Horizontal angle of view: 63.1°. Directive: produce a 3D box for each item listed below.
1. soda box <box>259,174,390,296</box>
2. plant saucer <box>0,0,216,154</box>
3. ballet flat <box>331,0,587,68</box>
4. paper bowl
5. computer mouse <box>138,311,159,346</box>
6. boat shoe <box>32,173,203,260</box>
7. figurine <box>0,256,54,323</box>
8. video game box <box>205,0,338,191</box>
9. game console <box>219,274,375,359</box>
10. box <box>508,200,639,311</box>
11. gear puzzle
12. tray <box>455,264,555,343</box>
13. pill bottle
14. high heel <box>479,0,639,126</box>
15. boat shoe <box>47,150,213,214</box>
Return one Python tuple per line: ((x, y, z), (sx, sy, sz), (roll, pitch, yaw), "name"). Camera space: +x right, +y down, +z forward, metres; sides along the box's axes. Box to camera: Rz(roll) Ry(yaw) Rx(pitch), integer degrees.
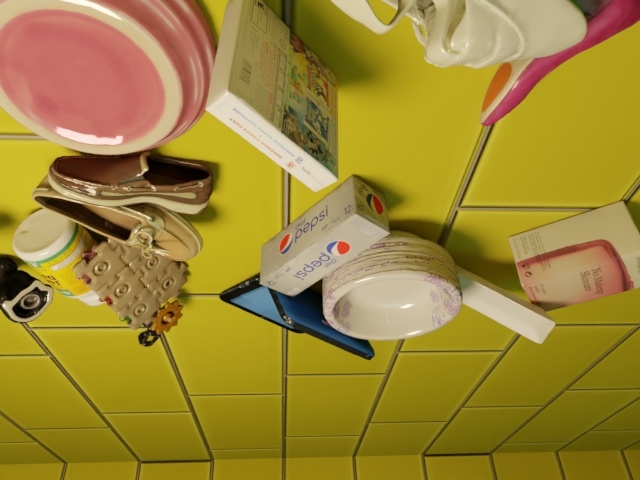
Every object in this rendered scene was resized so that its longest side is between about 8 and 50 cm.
((0.000, 0.000, 1.014), (0.091, 0.098, 0.286), (27, 134, -32), "soda box")
((-0.308, -0.232, 0.697), (0.332, 0.084, 0.332), (-2, 144, -2), "plant saucer")
((0.116, -0.274, 0.585), (0.400, 0.139, 0.139), (22, 137, -18), "ballet flat")
((0.144, 0.088, 1.099), (0.284, 0.148, 0.284), (-2, 144, -2), "paper bowl")
((-0.449, 0.224, 1.336), (0.071, 0.041, 0.242), (5, 143, -12), "computer mouse")
((-0.346, -0.031, 0.907), (0.285, 0.089, 0.104), (27, 132, -12), "boat shoe")
((-0.654, 0.048, 1.003), (0.209, 0.092, 0.215), (23, 159, 38), "figurine")
((-0.050, -0.192, 0.667), (0.048, 0.205, 0.187), (-27, 137, 34), "video game box")
((-0.058, 0.201, 1.225), (0.293, 0.250, 0.173), (31, 107, -37), "game console")
((0.532, 0.042, 1.079), (0.232, 0.126, 0.148), (-20, 139, 23), "box")
((-0.370, 0.088, 1.093), (0.044, 0.175, 0.339), (30, 155, 31), "gear puzzle")
((0.377, 0.129, 1.151), (0.270, 0.030, 0.145), (29, 160, 23), "tray")
((-0.486, 0.041, 1.022), (0.118, 0.117, 0.208), (-8, 144, 7), "pill bottle")
((0.328, -0.245, 0.722), (0.117, 0.082, 0.244), (21, 125, -13), "high heel")
((-0.302, -0.113, 0.857), (0.257, 0.095, 0.095), (4, 143, -29), "boat shoe")
